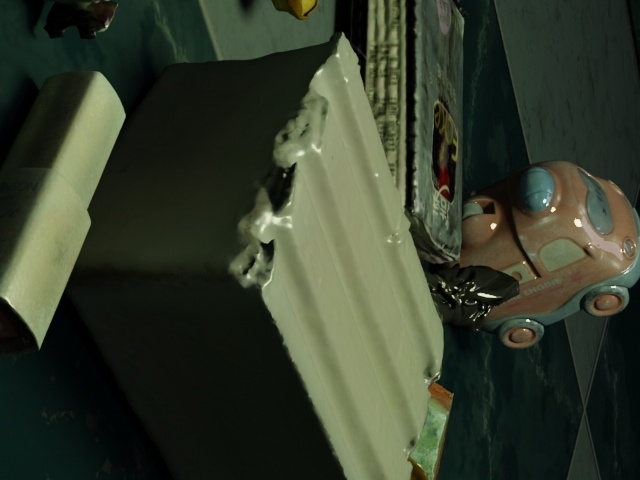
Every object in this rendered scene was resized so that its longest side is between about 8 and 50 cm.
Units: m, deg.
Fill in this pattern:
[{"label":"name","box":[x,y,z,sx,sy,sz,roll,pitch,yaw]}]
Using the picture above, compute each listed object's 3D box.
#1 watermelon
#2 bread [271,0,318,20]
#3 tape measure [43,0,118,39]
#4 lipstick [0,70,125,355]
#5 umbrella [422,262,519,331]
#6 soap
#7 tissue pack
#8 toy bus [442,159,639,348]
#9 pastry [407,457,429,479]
[{"label":"watermelon","box":[0.111,0.239,2.052,0.256,0.140,0.193,21,76,-74]},{"label":"bread","box":[-0.051,-0.367,1.749,0.161,0.088,0.233,-64,141,-58]},{"label":"tape measure","box":[-0.205,-0.322,1.337,0.235,0.115,0.207,71,33,-42]},{"label":"lipstick","box":[-0.228,-0.029,1.282,0.077,0.079,0.253,63,31,-43]},{"label":"umbrella","box":[0.172,0.081,2.141,0.272,0.122,0.110,-7,53,-53]},{"label":"soap","box":[-0.043,0.068,1.544,0.350,0.213,0.435,-74,151,-44]},{"label":"tissue pack","box":[0.112,-0.166,2.072,0.259,0.122,0.361,40,49,-65]},{"label":"toy bus","box":[0.305,0.000,2.317,0.232,0.294,0.197,47,30,-41]},{"label":"pastry","box":[0.038,0.393,1.770,0.356,0.164,0.356,-2,90,-70]}]
